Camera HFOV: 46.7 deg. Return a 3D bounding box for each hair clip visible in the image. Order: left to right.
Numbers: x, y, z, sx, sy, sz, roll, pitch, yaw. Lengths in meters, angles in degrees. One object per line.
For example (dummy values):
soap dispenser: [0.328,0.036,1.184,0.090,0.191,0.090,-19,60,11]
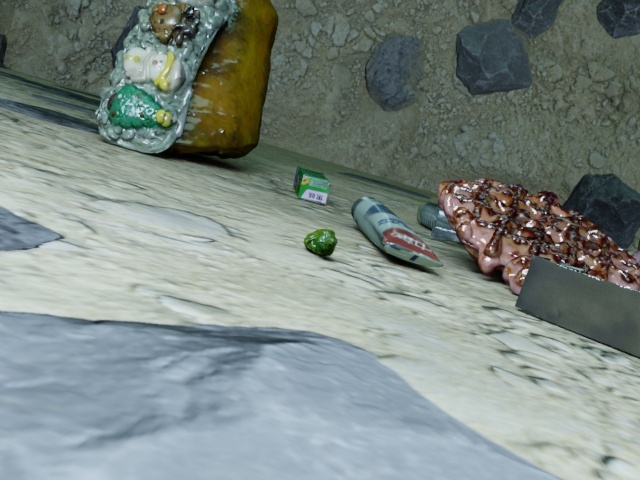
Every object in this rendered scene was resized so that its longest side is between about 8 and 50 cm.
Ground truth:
hair clip: [-0.224,-0.284,1.072,0.138,0.321,0.091,14,-26,2]

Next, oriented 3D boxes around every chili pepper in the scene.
chili pepper: [0.000,0.000,0.614,0.027,0.022,0.083,14,4,-3]

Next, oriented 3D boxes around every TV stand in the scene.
TV stand: [0.273,0.074,0.549,0.256,0.049,0.040,22,9,38]

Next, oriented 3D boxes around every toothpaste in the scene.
toothpaste: [-0.014,-0.085,1.122,0.043,0.037,0.178,12,8,-7]
toothpaste: [0.069,-0.010,0.773,0.062,0.039,0.239,22,9,-11]

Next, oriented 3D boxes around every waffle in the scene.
waffle: [0.233,-0.002,0.803,0.221,0.055,0.234,3,33,-30]

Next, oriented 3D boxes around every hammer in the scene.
hammer: [0.205,-0.020,1.095,0.159,0.041,0.226,15,8,-21]

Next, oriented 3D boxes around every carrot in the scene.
carrot: [-0.206,-0.249,1.237,0.242,0.340,0.241,11,-23,4]

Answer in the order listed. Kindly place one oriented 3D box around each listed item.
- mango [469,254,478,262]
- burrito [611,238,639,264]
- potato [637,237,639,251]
mango: [0.202,0.009,0.864,0.060,0.046,0.089,22,14,26]
burrito: [0.411,0.021,1.118,0.096,0.066,0.309,19,7,8]
potato: [0.518,0.026,1.042,0.176,0.137,0.137,50,-10,-29]
